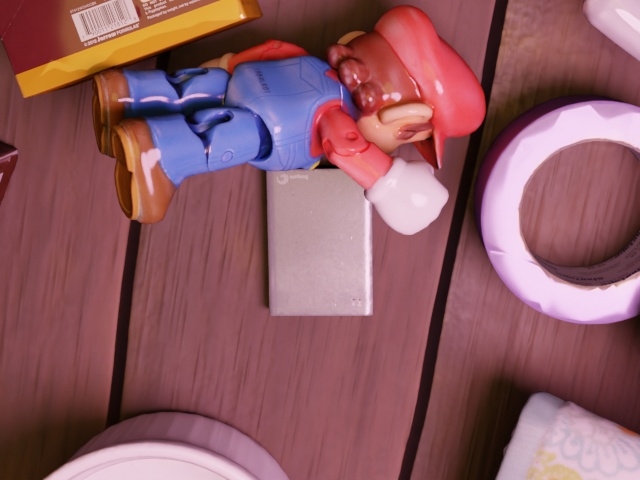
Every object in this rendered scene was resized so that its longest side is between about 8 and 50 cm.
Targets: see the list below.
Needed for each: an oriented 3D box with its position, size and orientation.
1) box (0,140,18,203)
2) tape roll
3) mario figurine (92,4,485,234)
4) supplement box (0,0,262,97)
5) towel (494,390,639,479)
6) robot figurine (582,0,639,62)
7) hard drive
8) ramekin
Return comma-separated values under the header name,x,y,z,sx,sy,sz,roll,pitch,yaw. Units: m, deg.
name,x,y,z,sx,sy,sz,roll,pitch,yaw
box,-0.468,-0.089,0.931,0.381,0.191,0.143,24,101,-3
tape roll,0.228,-0.029,0.965,0.189,0.080,0.189,0,101,2
mario figurine,-0.015,-0.080,0.921,0.320,0.170,0.198,-11,81,-17
supplement box,-0.174,-0.242,0.916,0.191,0.129,0.194,-19,100,7
towel,0.268,0.348,0.964,0.320,0.090,0.374,23,116,19
robot figurine,0.327,-0.260,0.852,0.353,0.200,0.300,34,97,-4
hard drive,0.000,0.000,1.010,0.094,0.022,0.135,0,101,3
ramekin,-0.139,0.291,1.017,0.277,0.135,0.277,1,102,3
